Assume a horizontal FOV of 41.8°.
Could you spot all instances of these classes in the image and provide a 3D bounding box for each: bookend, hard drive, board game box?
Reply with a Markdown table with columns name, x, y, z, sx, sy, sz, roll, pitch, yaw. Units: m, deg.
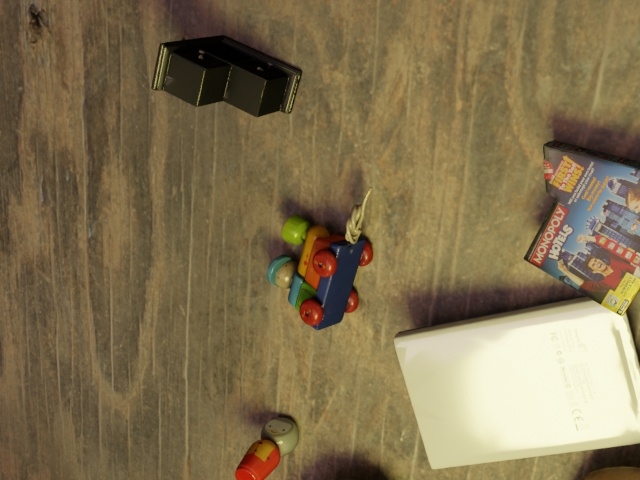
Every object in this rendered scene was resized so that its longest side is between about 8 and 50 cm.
| name | x | y | z | sx | sy | sz | roll | pitch | yaw |
| --- | --- | --- | --- | --- | --- | --- | --- | --- | --- |
| bookend | -0.139 | -0.241 | 1.253 | 0.156 | 0.157 | 0.072 | 29 | 119 | 21 |
| hard drive | 0.283 | 0.201 | 1.178 | 0.318 | 0.040 | 0.210 | -14 | 99 | 22 |
| board game box | 0.354 | -0.037 | 1.076 | 0.194 | 0.060 | 0.194 | 34 | 115 | 20 |

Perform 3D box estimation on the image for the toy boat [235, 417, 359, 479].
| name | x | y | z | sx | sy | sz | roll | pitch | yaw |
| --- | --- | --- | --- | --- | --- | --- | --- | --- | --- |
| toy boat | 0.004 | 0.443 | 1.419 | 0.318 | 0.148 | 0.267 | 43 | 128 | 3 |

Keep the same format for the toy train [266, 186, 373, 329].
| name | x | y | z | sx | sy | sz | roll | pitch | yaw |
| --- | --- | --- | --- | --- | --- | --- | --- | --- | --- |
| toy train | 0.000 | 0.000 | 1.293 | 0.143 | 0.105 | 0.248 | 33 | 121 | 33 |

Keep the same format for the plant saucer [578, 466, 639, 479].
| name | x | y | z | sx | sy | sz | roll | pitch | yaw |
| --- | --- | --- | --- | --- | --- | --- | --- | --- | --- |
| plant saucer | 0.466 | 0.438 | 1.121 | 0.310 | 0.050 | 0.311 | 26 | 135 | 29 |
